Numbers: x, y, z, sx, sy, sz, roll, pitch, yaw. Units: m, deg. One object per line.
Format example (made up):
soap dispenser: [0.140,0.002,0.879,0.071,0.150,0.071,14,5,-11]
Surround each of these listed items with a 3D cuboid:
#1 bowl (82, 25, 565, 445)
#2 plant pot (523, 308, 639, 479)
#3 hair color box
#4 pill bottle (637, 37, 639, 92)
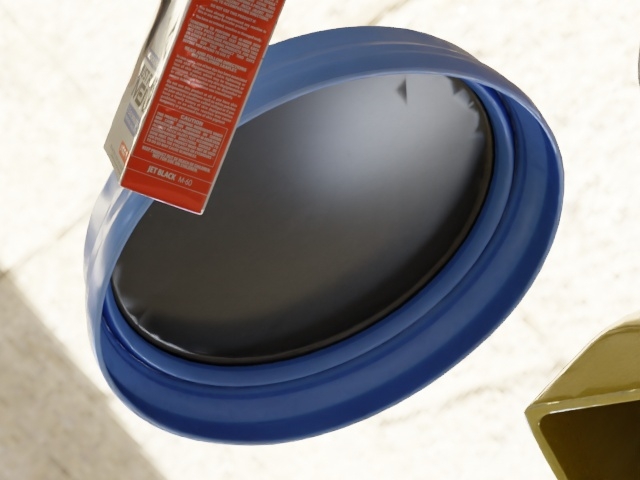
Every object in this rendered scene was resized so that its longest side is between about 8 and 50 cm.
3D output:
bowl: [0.000,0.000,1.448,0.391,0.391,0.077,84,162,-47]
plant pot: [0.127,0.054,0.572,0.081,0.083,0.081,-14,115,40]
hair color box: [-0.065,-0.109,1.029,0.053,0.167,0.093,20,-170,-17]
pill bottle: [0.406,-0.185,1.261,0.229,0.408,0.229,26,138,26]
